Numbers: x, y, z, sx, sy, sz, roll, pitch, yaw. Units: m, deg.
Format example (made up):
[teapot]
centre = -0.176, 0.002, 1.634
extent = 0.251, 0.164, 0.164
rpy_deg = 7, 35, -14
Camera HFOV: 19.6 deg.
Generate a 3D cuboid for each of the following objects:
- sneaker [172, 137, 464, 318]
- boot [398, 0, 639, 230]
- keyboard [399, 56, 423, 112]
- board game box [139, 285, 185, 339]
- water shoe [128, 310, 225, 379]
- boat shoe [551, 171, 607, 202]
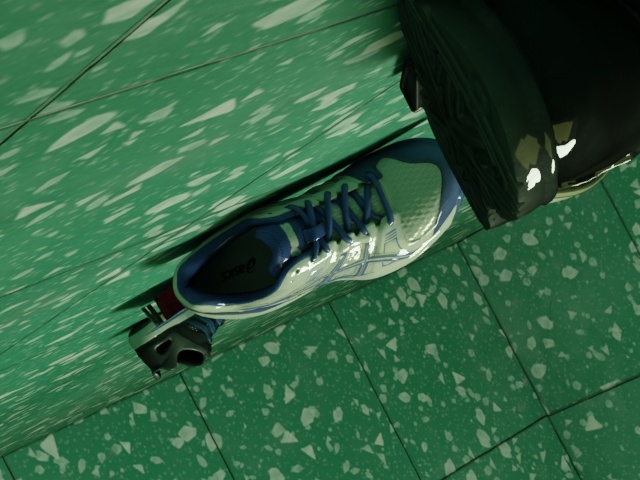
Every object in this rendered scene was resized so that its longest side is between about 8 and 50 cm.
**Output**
[sneaker]
centre = 0.000, 0.000, 1.725
extent = 0.296, 0.112, 0.131
rpy_deg = -29, 175, 12
[boot]
centre = 0.275, -0.172, 1.124
extent = 0.445, 0.146, 0.367
rpy_deg = -27, 178, 1
[keyboard]
centre = 0.201, -0.180, 1.351
extent = 0.317, 0.033, 0.201
rpy_deg = -26, 169, -3
[board game box]
centre = -0.142, 0.054, 2.043
extent = 0.133, 0.033, 0.169
rpy_deg = -33, 180, 10
[water shoe]
centre = -0.168, 0.123, 2.370
extent = 0.073, 0.080, 0.203
rpy_deg = -30, 175, 37
[boat shoe]
centre = 0.317, -0.108, 2.400
extent = 0.302, 0.113, 0.103
rpy_deg = -25, 170, -40
